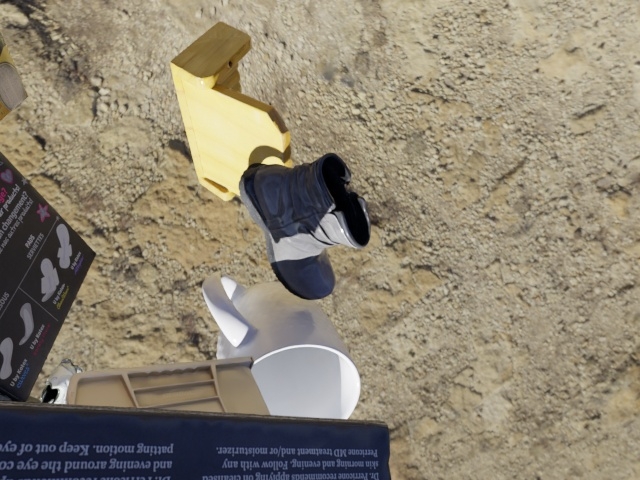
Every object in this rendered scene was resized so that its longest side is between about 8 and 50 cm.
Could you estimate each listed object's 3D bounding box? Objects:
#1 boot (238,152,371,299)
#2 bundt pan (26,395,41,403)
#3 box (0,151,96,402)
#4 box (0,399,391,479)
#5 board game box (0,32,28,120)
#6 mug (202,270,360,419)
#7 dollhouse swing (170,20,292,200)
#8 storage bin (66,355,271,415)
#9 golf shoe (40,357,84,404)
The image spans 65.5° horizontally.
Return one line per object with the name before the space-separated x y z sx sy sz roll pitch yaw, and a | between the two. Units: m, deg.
boot | 0.000 0.000 0.922 0.118 0.223 0.338 -54 131 -31
bundt pan | -0.896 0.608 1.447 0.124 0.331 0.331 16 113 -13
box | -0.355 0.042 0.413 0.247 0.163 0.142 -9 137 14
box | -0.126 0.273 0.293 0.343 0.312 0.179 17 147 -32
board game box | -0.536 -0.296 0.734 0.042 0.165 0.243 -3 128 1
mug | -0.121 0.212 1.088 0.276 0.328 0.374 -38 120 3
dollhouse swing | -0.155 -0.285 1.206 0.305 0.315 0.347 16 139 15
storage bin | -0.226 0.301 0.664 0.260 0.123 0.262 5 123 -37
golf shoe | -0.569 0.331 1.059 0.069 0.086 0.176 28 116 4
